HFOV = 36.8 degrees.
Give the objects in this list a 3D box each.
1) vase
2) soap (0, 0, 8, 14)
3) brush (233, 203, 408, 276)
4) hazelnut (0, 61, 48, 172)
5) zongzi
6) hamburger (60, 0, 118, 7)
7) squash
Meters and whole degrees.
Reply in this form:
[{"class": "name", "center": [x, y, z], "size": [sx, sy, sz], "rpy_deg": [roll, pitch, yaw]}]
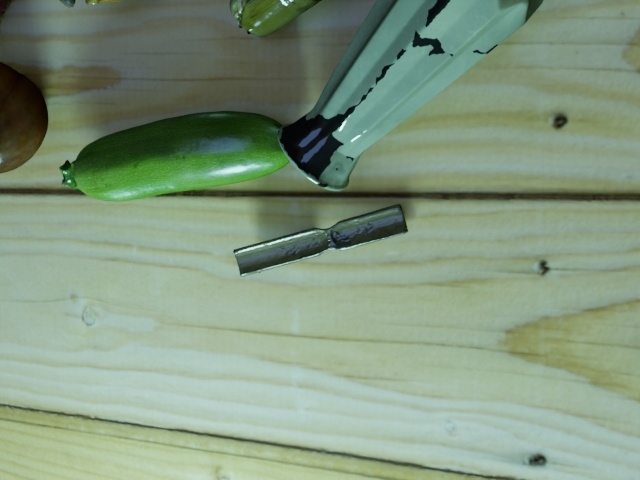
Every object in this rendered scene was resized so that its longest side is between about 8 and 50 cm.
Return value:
[{"class": "vase", "center": [0.100, -0.219, 1.151], "size": [0.165, 0.165, 0.360], "rpy_deg": [51, 118, 15]}, {"class": "soap", "center": [-0.548, -0.426, 1.457], "size": [0.112, 0.182, 0.289], "rpy_deg": [38, 106, 20]}, {"class": "brush", "center": [0.000, 0.000, 1.287], "size": [0.247, 0.036, 0.043], "rpy_deg": [-16, 91, 21]}, {"class": "hazelnut", "center": [-0.525, -0.183, 1.457], "size": [0.186, 0.210, 0.210], "rpy_deg": [170, 90, -70]}, {"class": "zongzi", "center": [-0.060, -0.387, 1.250], "size": [0.204, 0.094, 0.205], "rpy_deg": [-28, 77, 27]}, {"class": "hamburger", "center": [-0.311, -0.489, 1.329], "size": [0.290, 0.170, 0.314], "rpy_deg": [39, 110, 22]}, {"class": "squash", "center": [-0.215, -0.116, 1.348], "size": [0.394, 0.107, 0.107], "rpy_deg": [-6, 92, 29]}]
